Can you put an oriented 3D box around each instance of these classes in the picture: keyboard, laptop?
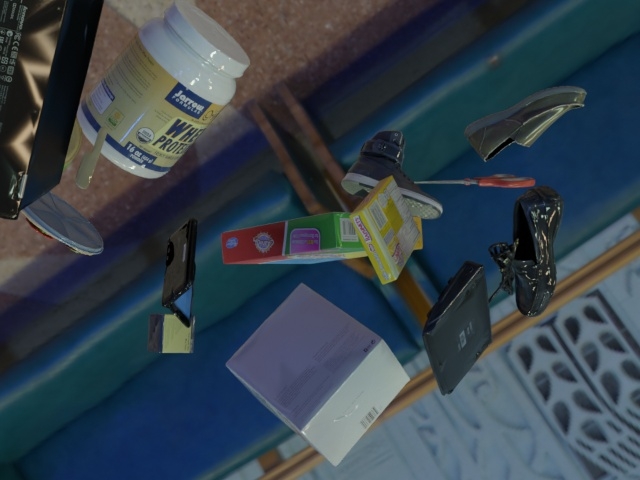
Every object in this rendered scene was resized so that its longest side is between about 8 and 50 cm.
[{"bbox_3d":[0.218,0.104,1.293,0.201,0.033,0.317,-49,155,-12],"label":"keyboard"},{"bbox_3d":[-0.410,-0.243,1.064,0.408,0.236,0.382,7,104,-41],"label":"laptop"}]

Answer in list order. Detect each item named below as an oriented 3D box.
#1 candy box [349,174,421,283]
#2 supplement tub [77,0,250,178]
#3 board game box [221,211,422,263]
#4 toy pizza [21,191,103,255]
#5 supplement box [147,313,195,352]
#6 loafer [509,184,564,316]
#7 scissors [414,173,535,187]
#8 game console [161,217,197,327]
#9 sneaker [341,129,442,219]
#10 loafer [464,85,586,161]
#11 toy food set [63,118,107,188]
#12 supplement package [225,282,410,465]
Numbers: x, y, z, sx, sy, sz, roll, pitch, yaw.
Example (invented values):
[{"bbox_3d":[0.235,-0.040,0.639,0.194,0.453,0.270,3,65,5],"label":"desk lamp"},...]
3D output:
[{"bbox_3d":[0.095,-0.020,1.267,0.027,0.105,0.206,-21,-170,21],"label":"candy box"},{"bbox_3d":[-0.316,-0.306,1.831,0.316,0.228,0.228,-46,156,18],"label":"supplement tub"},{"bbox_3d":[0.000,0.000,1.746,0.242,0.064,0.317,1,173,-44],"label":"board game box"},{"bbox_3d":[-0.483,-0.036,1.641,0.032,0.201,0.201,-50,156,7],"label":"toy pizza"},{"bbox_3d":[-0.323,0.200,1.952,0.083,0.083,0.056,5,176,-38],"label":"supplement box"},{"bbox_3d":[0.319,0.022,1.389,0.078,0.076,0.223,-14,121,-22],"label":"loafer"},{"bbox_3d":[0.361,-0.136,2.087,0.297,0.109,0.021,-4,106,-30],"label":"scissors"},{"bbox_3d":[-0.189,0.047,1.318,0.071,0.122,0.107,23,138,-31],"label":"game console"},{"bbox_3d":[0.180,-0.148,1.942,0.163,0.226,0.086,-61,163,-23],"label":"sneaker"},{"bbox_3d":[0.410,-0.227,1.776,0.251,0.087,0.094,-23,168,31],"label":"loafer"},{"bbox_3d":[-0.456,-0.169,1.477,0.192,0.132,0.038,26,160,-24],"label":"toy food set"},{"bbox_3d":[-0.004,0.219,1.492,0.194,0.203,0.149,-47,139,-12],"label":"supplement package"}]
